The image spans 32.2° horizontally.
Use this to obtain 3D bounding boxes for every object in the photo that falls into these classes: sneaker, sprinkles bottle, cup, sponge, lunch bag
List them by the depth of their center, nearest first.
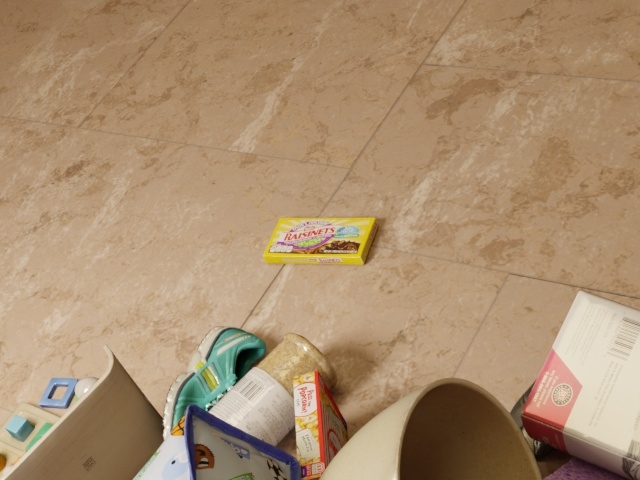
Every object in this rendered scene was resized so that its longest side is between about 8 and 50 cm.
[{"bbox_3d":[-0.182,0.463,1.433,0.328,0.239,0.385,-51,25,20],"label":"lunch bag"},{"bbox_3d":[0.349,0.349,1.477,0.117,0.031,0.210,19,21,35],"label":"sponge"},{"bbox_3d":[0.119,0.371,1.480,0.237,0.331,0.331,-23,36,37],"label":"cup"},{"bbox_3d":[-0.129,0.307,1.776,0.355,0.121,0.121,-44,45,-20],"label":"sprinkles bottle"},{"bbox_3d":[-0.182,0.257,1.873,0.110,0.107,0.275,11,52,22],"label":"sneaker"}]

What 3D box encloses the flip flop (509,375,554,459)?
[{"bbox_3d":[0.388,0.219,1.656,0.277,0.080,0.112,-49,51,-3],"label":"flip flop"}]

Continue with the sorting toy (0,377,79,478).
[{"bbox_3d":[-0.531,0.375,1.958,0.196,0.047,0.348,12,54,34],"label":"sorting toy"}]

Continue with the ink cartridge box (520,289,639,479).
[{"bbox_3d":[0.447,0.220,1.505,0.283,0.117,0.207,21,70,27],"label":"ink cartridge box"}]

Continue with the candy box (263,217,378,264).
[{"bbox_3d":[0.000,0.000,2.098,0.206,0.027,0.105,0,44,26],"label":"candy box"}]

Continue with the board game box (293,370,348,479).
[{"bbox_3d":[0.005,0.319,1.680,0.045,0.147,0.193,-16,43,11],"label":"board game box"}]

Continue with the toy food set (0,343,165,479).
[{"bbox_3d":[-0.400,0.343,1.796,0.092,0.220,0.306,24,62,40],"label":"toy food set"}]
